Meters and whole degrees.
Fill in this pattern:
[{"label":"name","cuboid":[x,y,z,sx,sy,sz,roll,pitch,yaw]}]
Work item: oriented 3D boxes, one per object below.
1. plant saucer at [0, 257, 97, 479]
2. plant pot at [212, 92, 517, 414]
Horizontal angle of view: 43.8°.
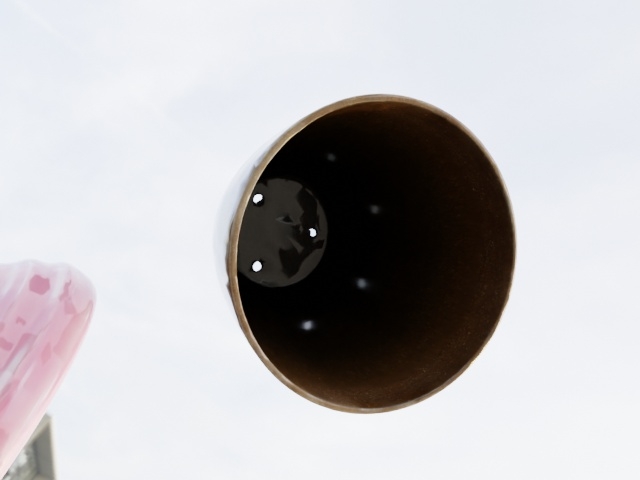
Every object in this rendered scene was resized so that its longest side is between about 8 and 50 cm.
[{"label":"plant saucer","cuboid":[-0.289,0.132,0.527,0.084,0.332,0.332,43,-39,-20]},{"label":"plant pot","cuboid":[0.000,0.000,0.637,0.215,0.215,0.230,54,-15,-18]}]
